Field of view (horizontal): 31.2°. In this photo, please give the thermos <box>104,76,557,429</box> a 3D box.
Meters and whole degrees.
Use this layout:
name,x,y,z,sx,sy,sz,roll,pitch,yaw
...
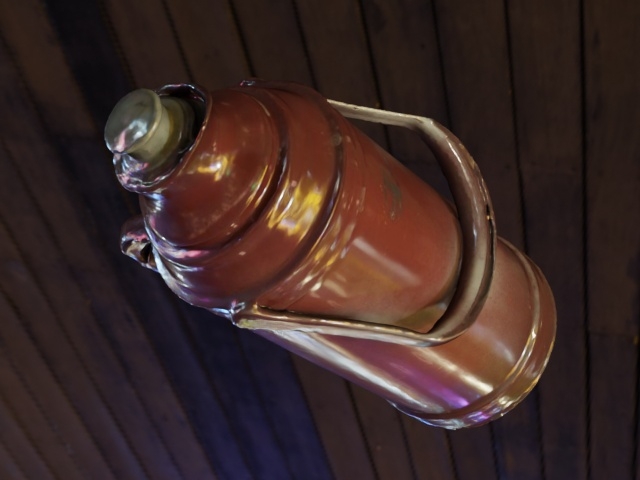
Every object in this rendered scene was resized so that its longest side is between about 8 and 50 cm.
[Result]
name,x,y,z,sx,sy,sz,roll,pitch,yaw
thermos,-0.001,0.003,0.459,0.124,0.099,0.232,-16,150,32
